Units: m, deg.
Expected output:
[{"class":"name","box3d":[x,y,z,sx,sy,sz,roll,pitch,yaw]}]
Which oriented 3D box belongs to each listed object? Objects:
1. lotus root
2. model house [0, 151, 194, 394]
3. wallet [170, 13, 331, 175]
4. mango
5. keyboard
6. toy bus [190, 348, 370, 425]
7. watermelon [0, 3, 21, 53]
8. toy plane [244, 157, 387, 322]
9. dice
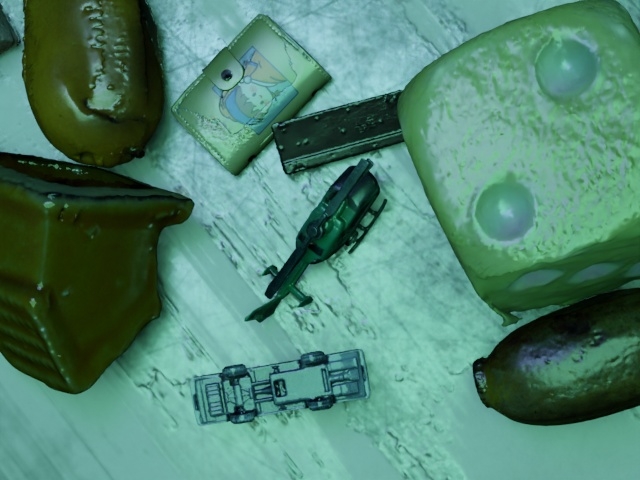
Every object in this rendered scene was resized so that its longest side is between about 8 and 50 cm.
[{"class":"lotus root","box3d":[0.281,0.125,1.722,0.241,0.124,0.123,-21,83,8]},{"class":"model house","box3d":[-0.300,0.031,1.807,0.268,0.173,0.239,19,106,38]},{"class":"wallet","box3d":[-0.080,-0.163,1.822,0.110,0.039,0.155,44,94,5]},{"class":"mango","box3d":[-0.255,-0.198,1.796,0.151,0.156,0.248,-17,84,44]},{"class":"keyboard","box3d":[0.047,-0.124,1.804,0.196,0.018,0.060,-15,103,3]},{"class":"toy bus","box3d":[-0.041,0.157,1.792,0.191,0.075,0.064,-10,89,7]},{"class":"watermelon","box3d":[-0.471,-0.322,1.840,0.180,0.224,0.305,-23,81,-37]},{"class":"toy plane","box3d":[0.000,0.000,1.783,0.060,0.096,0.235,39,112,10]},{"class":"dice","box3d":[0.238,-0.078,1.650,0.250,0.252,0.254,-25,74,12]}]
